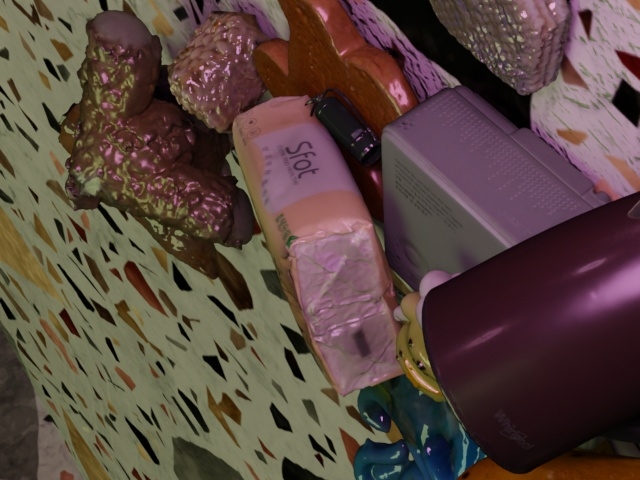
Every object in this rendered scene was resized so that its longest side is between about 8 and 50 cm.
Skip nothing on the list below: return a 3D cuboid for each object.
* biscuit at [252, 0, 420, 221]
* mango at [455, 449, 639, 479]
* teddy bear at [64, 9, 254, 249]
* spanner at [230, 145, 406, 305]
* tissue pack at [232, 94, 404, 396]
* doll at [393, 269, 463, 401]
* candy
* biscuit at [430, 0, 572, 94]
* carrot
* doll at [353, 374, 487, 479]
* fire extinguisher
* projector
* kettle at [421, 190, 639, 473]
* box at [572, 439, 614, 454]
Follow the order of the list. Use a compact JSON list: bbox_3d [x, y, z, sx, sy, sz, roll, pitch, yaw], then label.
[{"bbox_3d":[0.015,-0.113,1.678,0.205,0.049,0.324,50,159,18],"label":"biscuit"},{"bbox_3d":[0.237,0.264,1.496,0.290,0.160,0.191,25,143,16],"label":"mango"},{"bbox_3d":[-0.162,-0.104,1.902,0.267,0.156,0.256,60,-161,-5],"label":"teddy bear"},{"bbox_3d":[0.025,0.007,1.788,0.302,0.017,0.071,44,163,-9],"label":"spanner"},{"bbox_3d":[0.000,0.000,1.613,0.222,0.090,0.186,-111,3,-54],"label":"tissue pack"},{"bbox_3d":[0.101,0.079,1.479,0.106,0.062,0.162,47,158,11],"label":"doll"},{"bbox_3d":[-0.089,-0.160,1.771,0.095,0.110,0.085,47,164,-25],"label":"candy"},{"bbox_3d":[0.085,-0.224,1.348,0.250,0.046,0.147,47,158,22],"label":"biscuit"},{"bbox_3d":[-0.202,-0.057,2.194,0.263,0.102,0.102,50,159,11],"label":"carrot"},{"bbox_3d":[0.154,0.233,1.743,0.346,0.098,0.341,-30,82,59],"label":"doll"},{"bbox_3d":[0.020,-0.101,1.583,0.083,0.025,0.038,47,122,26],"label":"fire extinguisher"},{"bbox_3d":[0.163,0.016,1.474,0.256,0.099,0.192,44,158,29],"label":"projector"},{"bbox_3d":[0.215,0.062,1.256,0.202,0.232,0.144,50,-153,-22],"label":"kettle"},{"bbox_3d":[0.239,0.244,1.735,0.153,0.041,0.279,14,135,61],"label":"box"}]
